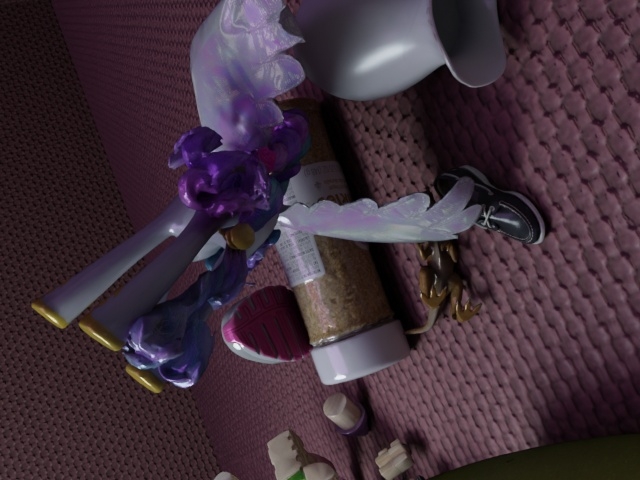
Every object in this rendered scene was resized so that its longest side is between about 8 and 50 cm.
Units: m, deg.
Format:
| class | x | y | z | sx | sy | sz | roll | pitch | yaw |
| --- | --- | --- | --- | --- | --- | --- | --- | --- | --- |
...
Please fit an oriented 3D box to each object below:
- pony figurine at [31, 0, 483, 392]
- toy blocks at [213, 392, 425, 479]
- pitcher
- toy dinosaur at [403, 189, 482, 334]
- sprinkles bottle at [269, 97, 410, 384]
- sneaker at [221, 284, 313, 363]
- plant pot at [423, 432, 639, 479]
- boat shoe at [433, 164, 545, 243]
| class | x | y | z | sx | sy | sz | roll | pitch | yaw |
| --- | --- | --- | --- | --- | --- | --- | --- | --- | --- |
| pony figurine | -0.082 | -0.036 | 0.670 | 0.303 | 0.363 | 0.351 | 47 | 156 | -24 |
| toy blocks | 0.049 | 0.429 | 1.032 | 0.260 | 0.309 | 0.288 | 49 | -175 | -35 |
| pitcher | 0.068 | -0.220 | 0.636 | 0.207 | 0.126 | 0.177 | 9 | 93 | 53 |
| toy dinosaur | 0.129 | 0.049 | 0.757 | 0.112 | 0.064 | 0.211 | -94 | 2 | -61 |
| sprinkles bottle | 0.000 | 0.000 | 0.900 | 0.121 | 0.121 | 0.355 | -34 | 75 | 65 |
| sneaker | -0.061 | 0.123 | 0.953 | 0.111 | 0.252 | 0.102 | -22 | 77 | 26 |
| plant pot | 0.205 | 0.259 | 0.513 | 0.293 | 0.275 | 0.274 | -53 | 56 | 42 |
| boat shoe | 0.154 | -0.032 | 0.648 | 0.125 | 0.038 | 0.046 | 49 | 146 | 43 |
